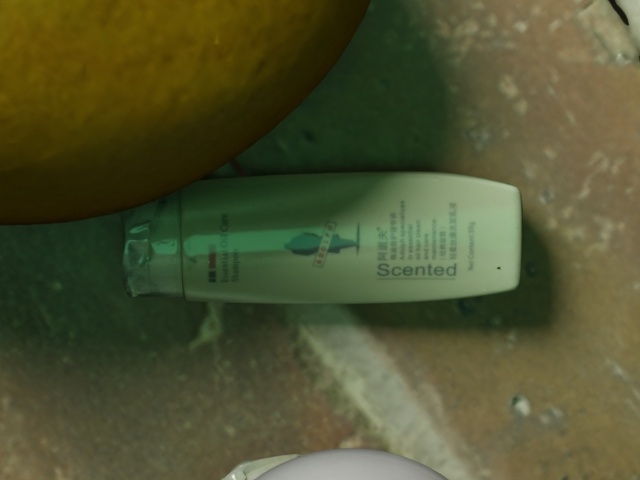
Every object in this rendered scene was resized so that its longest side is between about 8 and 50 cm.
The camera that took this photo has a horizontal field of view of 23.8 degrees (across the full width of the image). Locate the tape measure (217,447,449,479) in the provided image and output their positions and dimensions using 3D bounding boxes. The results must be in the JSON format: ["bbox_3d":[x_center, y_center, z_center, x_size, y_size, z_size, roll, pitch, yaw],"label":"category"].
[{"bbox_3d":[0.019,0.205,0.824,0.178,0.105,0.196,-15,98,7],"label":"tape measure"}]

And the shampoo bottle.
[{"bbox_3d":[0.000,0.000,0.812,0.212,0.049,0.072,-3,103,-2],"label":"shampoo bottle"}]

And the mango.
[{"bbox_3d":[-0.191,-0.163,0.692,0.446,0.232,0.300,16,95,-17],"label":"mango"}]
